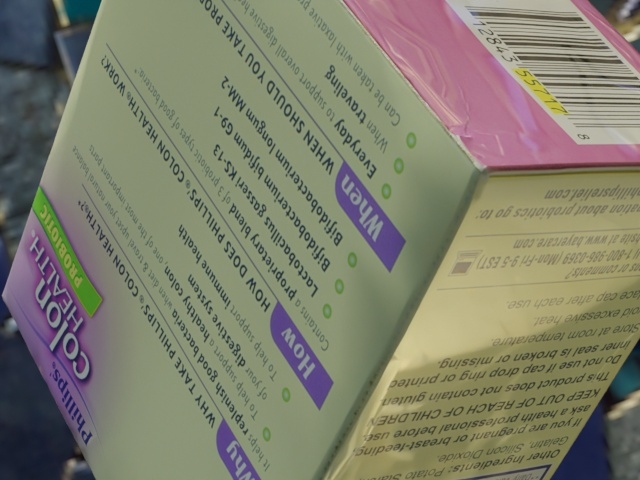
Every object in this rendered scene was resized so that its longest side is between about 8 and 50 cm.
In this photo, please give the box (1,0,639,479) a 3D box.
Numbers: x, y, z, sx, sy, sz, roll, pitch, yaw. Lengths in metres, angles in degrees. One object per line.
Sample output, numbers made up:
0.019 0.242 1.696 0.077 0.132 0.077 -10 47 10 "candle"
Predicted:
0.000 0.000 0.624 0.213 0.117 0.243 54 132 37 "box"
